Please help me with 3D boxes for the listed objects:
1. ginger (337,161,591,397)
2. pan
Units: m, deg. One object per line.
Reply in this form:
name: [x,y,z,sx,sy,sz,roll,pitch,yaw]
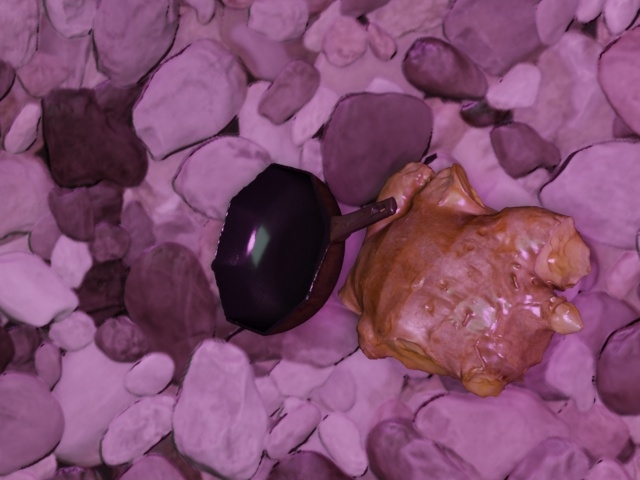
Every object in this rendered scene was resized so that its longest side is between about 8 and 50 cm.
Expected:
ginger: [0.105,0.032,1.238,0.216,0.102,0.157,22,76,42]
pan: [-0.004,0.016,1.294,0.202,0.048,0.128,19,96,53]
